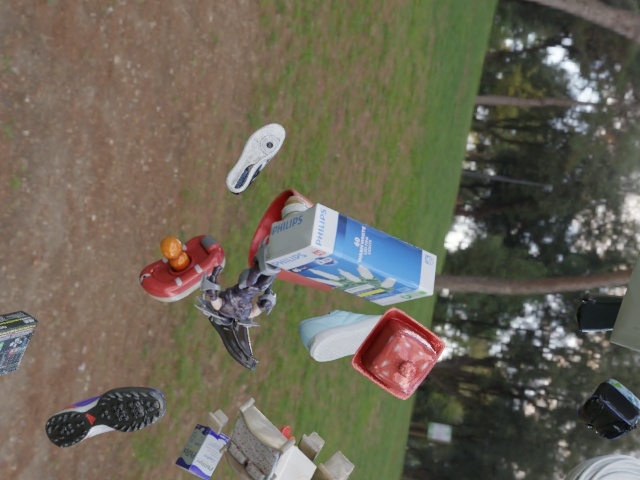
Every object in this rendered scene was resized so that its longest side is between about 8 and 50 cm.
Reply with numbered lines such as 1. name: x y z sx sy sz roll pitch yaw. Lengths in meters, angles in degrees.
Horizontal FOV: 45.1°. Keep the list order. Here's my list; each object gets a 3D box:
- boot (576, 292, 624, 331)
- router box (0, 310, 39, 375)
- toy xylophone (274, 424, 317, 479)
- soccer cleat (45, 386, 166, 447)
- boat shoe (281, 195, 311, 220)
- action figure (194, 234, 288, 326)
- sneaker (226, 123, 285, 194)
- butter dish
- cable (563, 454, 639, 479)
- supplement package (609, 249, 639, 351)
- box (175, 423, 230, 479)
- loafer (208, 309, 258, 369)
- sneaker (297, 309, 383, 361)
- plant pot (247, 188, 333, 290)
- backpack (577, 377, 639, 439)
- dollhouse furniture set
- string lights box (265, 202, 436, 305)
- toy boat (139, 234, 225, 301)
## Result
1. boot: 0.738 0.217 1.891 0.246 0.207 0.094 -61 138 -47
2. router box: -0.490 0.160 1.153 0.092 0.038 0.122 -62 167 11
3. toy xylophone: -0.099 0.667 2.107 0.236 0.081 0.322 -57 145 -30
4. soccer cleat: -0.486 0.392 1.791 0.108 0.318 0.116 67 19 -8
5. boat shoe: 0.000 0.000 2.014 0.103 0.113 0.302 -93 157 -44
6. action figure: -0.144 0.089 1.610 0.285 0.185 0.099 -44 -126 29
7. sneaker: -0.180 -0.219 2.062 0.217 0.079 0.121 -51 -175 -6
8. butter dish: 0.169 0.248 1.591 0.160 0.160 0.118 -54 -169 5
9. cable: 0.617 0.579 1.598 0.089 0.257 0.257 106 1 -72
10. supplement package: 0.740 0.155 1.457 0.198 0.263 0.199 -71 -161 -1
11. box: -0.352 0.628 2.296 0.126 0.072 0.137 -13 -135 60
12. loafer: -0.232 0.260 2.126 0.078 0.220 0.080 -38 158 0
13. sneaker: 0.095 0.253 2.297 0.150 0.366 0.135 49 -54 39
14. plant pot: -0.045 0.015 2.284 0.275 0.243 0.275 -49 -155 33
15. backpack: 0.587 0.344 1.561 0.084 0.105 0.114 -39 161 -30
16. dollhouse furniture set: -0.145 0.468 1.628 0.174 0.355 0.303 -35 157 -38
17. string lights box: 0.054 0.030 1.294 0.133 0.260 0.076 -21 -125 51
18. toy boat: -0.377 0.051 2.032 0.151 0.231 0.151 44 -15 48
